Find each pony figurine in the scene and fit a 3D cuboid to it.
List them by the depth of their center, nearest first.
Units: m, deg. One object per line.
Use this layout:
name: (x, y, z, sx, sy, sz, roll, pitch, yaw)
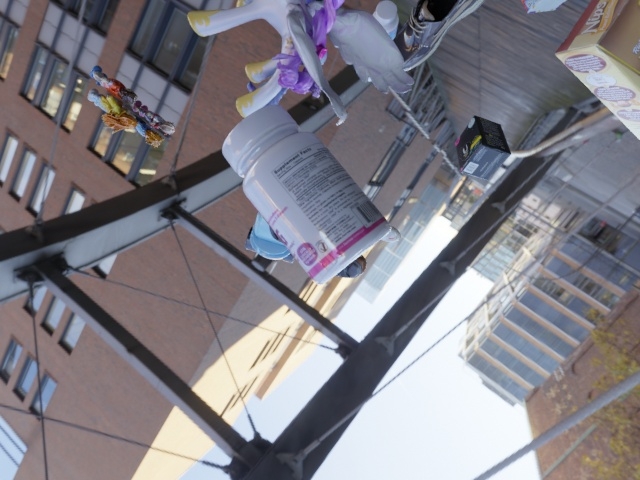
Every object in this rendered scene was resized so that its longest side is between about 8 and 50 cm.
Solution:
pony figurine: (-0.034, -0.369, 0.733, 0.303, 0.364, 0.350, -41, -73, -47)

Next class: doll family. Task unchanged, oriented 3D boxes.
doll family: (-0.495, -0.320, 1.074, 0.163, 0.118, 0.263, 36, 180, 17)

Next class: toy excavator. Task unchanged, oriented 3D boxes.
toy excavator: (-0.148, -0.145, 1.638, 0.223, 0.431, 0.445, 18, 169, -2)

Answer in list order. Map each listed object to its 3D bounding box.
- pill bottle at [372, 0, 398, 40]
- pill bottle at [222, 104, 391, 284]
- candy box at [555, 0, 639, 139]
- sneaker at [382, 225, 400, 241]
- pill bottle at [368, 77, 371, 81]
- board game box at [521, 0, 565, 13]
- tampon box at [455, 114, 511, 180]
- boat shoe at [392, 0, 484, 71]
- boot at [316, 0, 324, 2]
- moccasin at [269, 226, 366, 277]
pill bottle: (0.208, -0.701, 1.336, 0.087, 0.087, 0.160, 34, 176, 6)
pill bottle: (-0.028, -0.079, 0.694, 0.283, 0.160, 0.160, 52, -161, 6)
candy box: (0.563, -0.294, 0.669, 0.317, 0.182, 0.087, 30, -174, -21)
sneaker: (0.175, -0.034, 1.302, 0.162, 0.057, 0.075, 27, -161, 10)
pill bottle: (0.251, -0.711, 1.723, 0.117, 0.065, 0.065, -1, 172, 40)
board game box: (0.625, -0.818, 1.161, 0.145, 0.142, 0.274, -21, -96, -27)
tampon box: (0.518, -0.299, 1.318, 0.102, 0.120, 0.160, 15, -131, -10)
boat shoe: (0.310, -0.645, 1.178, 0.130, 0.355, 0.132, -8, -117, -53)
boot: (-0.025, -0.520, 0.913, 0.121, 0.099, 0.045, 12, -130, -59)
moccasin: (0.000, 0.003, 1.350, 0.380, 0.139, 0.147, 25, -135, 38)
